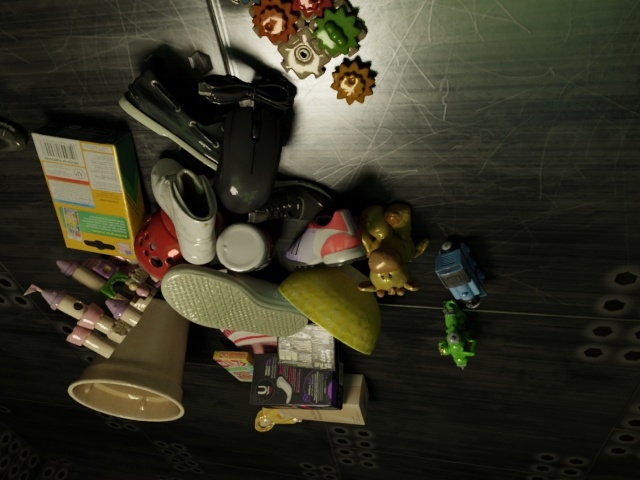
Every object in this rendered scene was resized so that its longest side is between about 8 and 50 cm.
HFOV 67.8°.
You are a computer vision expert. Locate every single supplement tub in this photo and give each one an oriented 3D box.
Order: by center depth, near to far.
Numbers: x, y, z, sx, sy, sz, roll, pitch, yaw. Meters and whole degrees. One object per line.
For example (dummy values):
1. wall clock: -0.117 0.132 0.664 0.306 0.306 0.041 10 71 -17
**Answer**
1. supplement tub: -0.173 0.018 1.152 0.117 0.190 0.116 0 89 3

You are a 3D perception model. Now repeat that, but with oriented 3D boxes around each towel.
1. towel: -0.226 0.265 1.522 0.237 0.037 0.329 -14 128 25

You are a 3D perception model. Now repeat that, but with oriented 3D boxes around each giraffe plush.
1. giraffe plush: 0.152 0.042 1.103 0.181 0.170 0.210 -27 121 34

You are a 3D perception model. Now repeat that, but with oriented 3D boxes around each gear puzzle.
1. gear puzzle: -0.025 -0.368 0.840 0.176 0.044 0.339 -23 124 32

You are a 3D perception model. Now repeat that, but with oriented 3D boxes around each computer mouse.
1. computer mouse: -0.143 -0.176 0.925 0.189 0.072 0.272 0 109 -21

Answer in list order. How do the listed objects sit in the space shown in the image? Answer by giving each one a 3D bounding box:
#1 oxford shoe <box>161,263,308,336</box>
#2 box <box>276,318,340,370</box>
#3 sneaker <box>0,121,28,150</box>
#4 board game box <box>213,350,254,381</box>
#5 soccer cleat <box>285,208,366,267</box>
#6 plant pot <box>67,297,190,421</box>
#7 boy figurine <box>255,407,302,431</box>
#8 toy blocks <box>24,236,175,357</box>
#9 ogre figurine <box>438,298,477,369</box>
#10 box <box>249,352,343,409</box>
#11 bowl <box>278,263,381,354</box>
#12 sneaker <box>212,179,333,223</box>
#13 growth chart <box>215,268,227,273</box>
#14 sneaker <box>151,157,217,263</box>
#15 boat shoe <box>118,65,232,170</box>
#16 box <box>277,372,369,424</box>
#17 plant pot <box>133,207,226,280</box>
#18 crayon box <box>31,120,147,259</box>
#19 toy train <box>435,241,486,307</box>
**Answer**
1. oxford shoe: -0.216 0.146 1.247 0.169 0.130 0.449 -42 138 24
2. box: -0.035 0.301 1.432 0.180 0.077 0.147 1 104 14
3. sneaker: -0.832 -0.244 1.140 0.235 0.106 0.078 16 136 0
4. board game box: -0.267 0.453 1.684 0.124 0.039 0.259 -2 148 18
5. soccer cleat: 0.000 0.000 1.119 0.318 0.109 0.116 -8 94 65
6. plant pot: -0.555 0.362 1.495 0.334 0.305 0.333 4 142 3
7. boy figurine: -0.162 0.673 1.865 0.285 0.092 0.177 -29 123 32
8. toy blocks: -0.581 0.103 1.290 0.260 0.288 0.309 36 133 -14
9. ogre figurine: 0.373 0.261 1.294 0.097 0.118 0.197 6 134 10
10. box: -0.072 0.458 1.544 0.271 0.165 0.143 -4 155 16
11. bowl: 0.053 0.141 1.216 0.289 0.289 0.156 35 89 -19
12. sneaker: -0.115 -0.075 1.095 0.284 0.124 0.107 13 136 2
13. growth chart: -0.256 0.168 1.408 0.172 0.021 0.237 -18 123 27
14. sneaker: -0.289 -0.112 1.023 0.108 0.292 0.169 -17 149 -28
15. boat shoe: -0.229 -0.233 0.982 0.340 0.127 0.113 32 108 -17
16. box: 0.003 0.548 1.673 0.311 0.121 0.148 -2 133 17
17. plant pot: -0.335 -0.011 1.177 0.191 0.191 0.174 36 126 -19
18. crayon box: -0.552 -0.117 1.175 0.203 0.083 0.322 10 126 6
19. toy train: 0.337 0.086 1.141 0.080 0.105 0.184 -18 126 30
